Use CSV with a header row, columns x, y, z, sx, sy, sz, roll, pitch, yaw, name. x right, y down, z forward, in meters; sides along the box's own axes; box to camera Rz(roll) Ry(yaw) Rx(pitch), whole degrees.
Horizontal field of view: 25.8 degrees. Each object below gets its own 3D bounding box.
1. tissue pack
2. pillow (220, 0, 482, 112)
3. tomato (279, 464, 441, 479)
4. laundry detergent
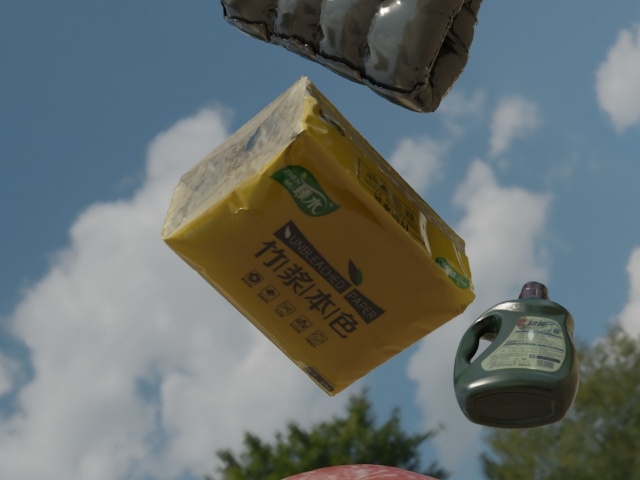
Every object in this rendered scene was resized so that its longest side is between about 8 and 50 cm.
x,y,z,sx,sy,sz,roll,pitch,yaw,name
0.000,0.000,2.077,0.293,0.228,0.382,-36,-68,23,tissue pack
0.078,-0.294,1.226,0.326,0.228,0.101,-61,-22,-5,pillow
0.032,0.265,0.813,0.270,0.227,0.270,-1,-88,-27,tomato
0.231,0.123,1.640,0.144,0.221,0.078,-5,-55,13,laundry detergent
